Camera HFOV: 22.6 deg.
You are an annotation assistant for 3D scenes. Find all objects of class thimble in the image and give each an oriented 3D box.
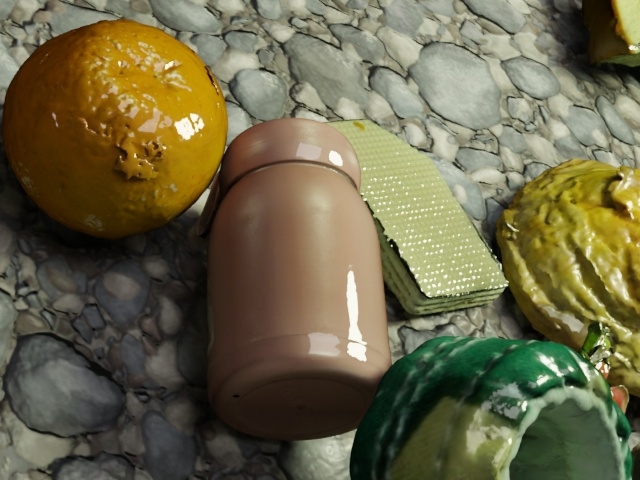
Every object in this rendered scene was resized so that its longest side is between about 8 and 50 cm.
[{"bbox_3d":[0.160,0.228,1.434,0.254,0.167,0.288,-49,126,-34],"label":"thimble"}]

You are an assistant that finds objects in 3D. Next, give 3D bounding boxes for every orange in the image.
[{"bbox_3d":[-0.198,-0.107,1.545,0.219,0.193,0.219,16,30,-9],"label":"orange"}]

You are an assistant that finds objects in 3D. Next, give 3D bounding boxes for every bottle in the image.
[{"bbox_3d":[-0.038,0.033,1.540,0.173,0.206,0.297,22,51,-38],"label":"bottle"}]

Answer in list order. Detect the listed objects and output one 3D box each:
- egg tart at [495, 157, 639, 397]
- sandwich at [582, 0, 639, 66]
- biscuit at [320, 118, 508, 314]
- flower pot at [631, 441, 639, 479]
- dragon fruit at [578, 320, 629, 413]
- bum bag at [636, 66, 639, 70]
[{"bbox_3d":[0.369,0.031,1.863,0.339,0.153,0.352,22,42,-13],"label":"egg tart"},{"bbox_3d":[0.431,-0.295,2.196,0.122,0.128,0.236,3,47,1],"label":"sandwich"},{"bbox_3d":[0.092,-0.030,1.790,0.150,0.052,0.252,-9,60,-45],"label":"biscuit"},{"bbox_3d":[0.442,0.270,1.643,0.209,0.239,0.189,22,31,34],"label":"flower pot"},{"bbox_3d":[0.250,0.178,1.648,0.135,0.137,0.236,42,40,-18],"label":"dragon fruit"},{"bbox_3d":[0.504,-0.294,2.325,0.106,0.060,0.232,30,43,-15],"label":"bum bag"}]
